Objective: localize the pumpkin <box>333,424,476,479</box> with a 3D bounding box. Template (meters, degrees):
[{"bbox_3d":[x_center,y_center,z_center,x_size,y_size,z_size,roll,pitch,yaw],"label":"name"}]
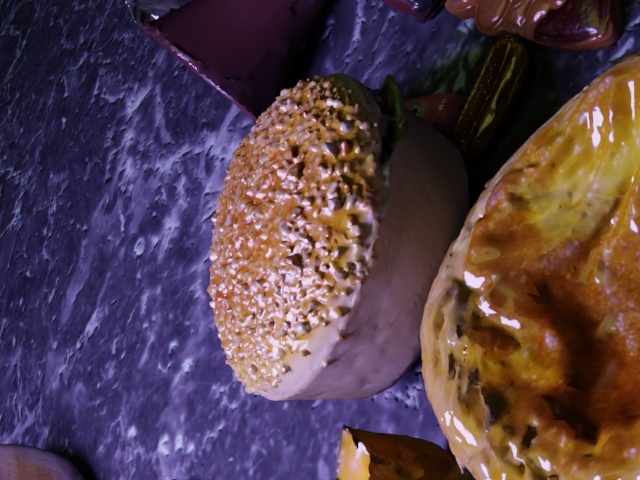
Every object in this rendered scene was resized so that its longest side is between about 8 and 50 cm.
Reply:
[{"bbox_3d":[0.130,0.218,0.649,0.190,0.139,0.281,-42,47,33],"label":"pumpkin"}]

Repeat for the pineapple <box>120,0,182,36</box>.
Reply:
[{"bbox_3d":[-0.323,-0.472,1.511,0.202,0.202,0.362,-41,55,28],"label":"pineapple"}]

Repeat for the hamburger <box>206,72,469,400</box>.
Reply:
[{"bbox_3d":[0.000,0.000,0.845,0.302,0.170,0.302,-54,25,39],"label":"hamburger"}]

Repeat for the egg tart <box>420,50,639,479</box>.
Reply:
[{"bbox_3d":[0.223,0.033,0.619,0.352,0.150,0.352,-34,41,35],"label":"egg tart"}]

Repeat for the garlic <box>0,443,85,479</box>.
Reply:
[{"bbox_3d":[-0.372,0.304,1.184,0.128,0.148,0.266,-40,35,-16],"label":"garlic"}]

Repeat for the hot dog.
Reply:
[{"bbox_3d":[0.159,-0.131,0.884,0.049,0.037,0.122,34,103,40],"label":"hot dog"}]

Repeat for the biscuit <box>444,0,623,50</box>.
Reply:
[{"bbox_3d":[0.201,-0.264,0.906,0.183,0.043,0.280,-49,38,26],"label":"biscuit"}]

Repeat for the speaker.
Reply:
[{"bbox_3d":[-0.023,-0.288,1.068,0.329,0.198,0.259,-49,27,8],"label":"speaker"}]

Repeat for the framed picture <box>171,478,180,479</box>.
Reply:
[{"bbox_3d":[-0.123,0.330,0.979,0.168,0.023,0.128,7,76,51],"label":"framed picture"}]

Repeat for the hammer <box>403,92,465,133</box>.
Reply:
[{"bbox_3d":[0.105,-0.123,0.933,0.083,0.043,0.043,1,72,51],"label":"hammer"}]
